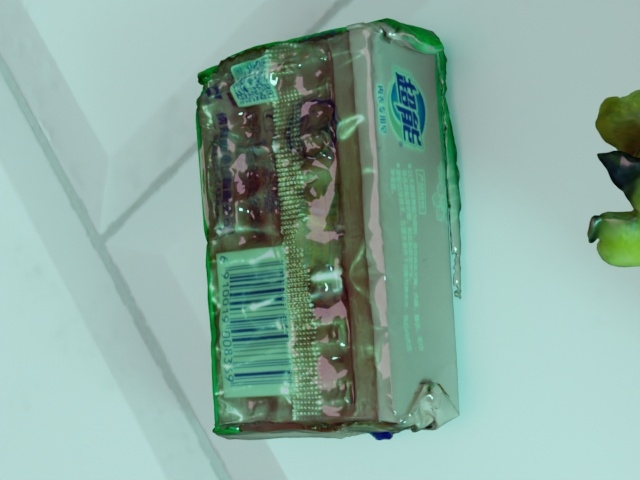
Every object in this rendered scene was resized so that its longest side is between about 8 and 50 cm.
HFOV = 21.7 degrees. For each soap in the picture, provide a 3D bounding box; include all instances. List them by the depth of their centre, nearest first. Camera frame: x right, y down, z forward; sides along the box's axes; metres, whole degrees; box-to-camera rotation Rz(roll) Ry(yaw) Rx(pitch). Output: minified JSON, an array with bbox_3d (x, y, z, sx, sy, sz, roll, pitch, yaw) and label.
[{"bbox_3d":[-0.001,0.000,1.121,0.217,0.098,0.273,-6,85,34],"label":"soap"}]

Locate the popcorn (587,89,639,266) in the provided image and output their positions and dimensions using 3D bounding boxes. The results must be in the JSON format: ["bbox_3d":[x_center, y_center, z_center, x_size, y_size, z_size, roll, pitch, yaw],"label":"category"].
[{"bbox_3d":[0.250,-0.007,0.927,0.195,0.173,0.168,1,111,26],"label":"popcorn"}]
